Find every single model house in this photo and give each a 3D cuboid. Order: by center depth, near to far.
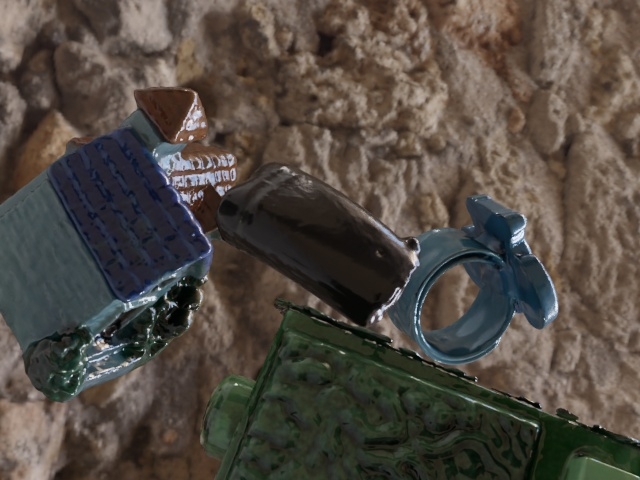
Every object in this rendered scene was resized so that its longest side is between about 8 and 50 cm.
[{"bbox_3d":[-0.196,-0.024,0.946,0.329,0.295,0.251,-41,-102,23],"label":"model house"}]

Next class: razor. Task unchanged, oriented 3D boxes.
[{"bbox_3d":[0.000,0.000,0.588,0.090,0.148,0.054,-44,160,-42],"label":"razor"}]

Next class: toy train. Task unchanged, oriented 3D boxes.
[{"bbox_3d":[0.053,0.151,0.476,0.188,0.272,0.159,100,12,-73],"label":"toy train"}]

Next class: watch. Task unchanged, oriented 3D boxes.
[{"bbox_3d":[0.186,0.059,1.064,0.211,0.193,0.211,59,-12,21],"label":"watch"}]
